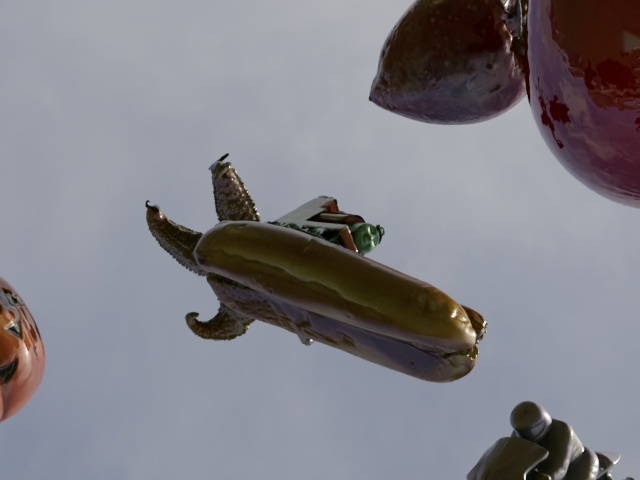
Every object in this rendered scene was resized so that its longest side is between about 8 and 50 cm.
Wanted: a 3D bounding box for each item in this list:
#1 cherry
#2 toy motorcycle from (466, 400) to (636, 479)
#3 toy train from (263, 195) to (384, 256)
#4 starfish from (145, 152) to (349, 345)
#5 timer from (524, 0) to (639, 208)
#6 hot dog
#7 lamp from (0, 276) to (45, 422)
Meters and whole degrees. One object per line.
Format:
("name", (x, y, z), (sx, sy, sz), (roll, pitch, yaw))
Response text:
("cherry", (0.174, -0.243, 1.561), (0.250, 0.192, 0.175), (-28, -133, 12))
("toy motorcycle", (0.189, 0.209, 0.994), (0.073, 0.225, 0.152), (-2, -93, 45))
("toy train", (0.000, 0.000, 1.310), (0.118, 0.074, 0.176), (-29, -164, -24))
("starfish", (-0.106, 0.016, 1.763), (0.312, 0.303, 0.113), (-11, -169, 18))
("timer", (0.346, -0.217, 1.165), (0.279, 0.378, 0.378), (3, -129, 15))
("hot dog", (0.011, 0.038, 0.912), (0.250, 0.100, 0.068), (18, -117, 27))
("lamp", (-0.342, 0.119, 1.076), (0.188, 0.164, 0.187), (-24, -172, 4))
